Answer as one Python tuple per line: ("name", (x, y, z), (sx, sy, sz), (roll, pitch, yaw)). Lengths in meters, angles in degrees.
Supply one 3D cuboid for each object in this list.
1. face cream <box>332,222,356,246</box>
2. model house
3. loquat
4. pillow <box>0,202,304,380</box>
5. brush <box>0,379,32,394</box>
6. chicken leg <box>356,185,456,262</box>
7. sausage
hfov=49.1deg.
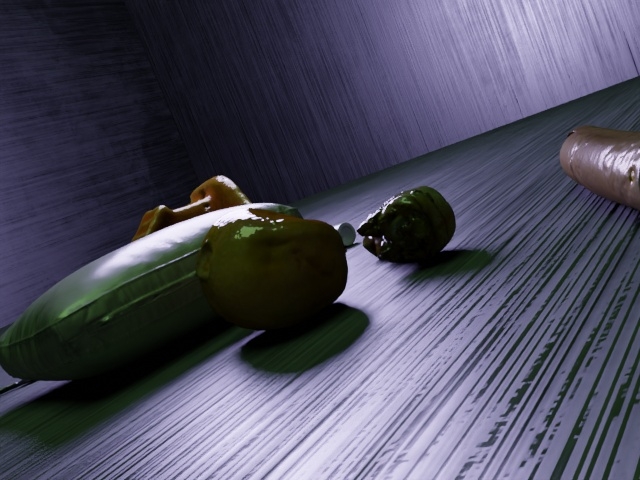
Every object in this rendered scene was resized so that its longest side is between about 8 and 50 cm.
("face cream", (0.000, 0.000, 1.029), (0.034, 0.034, 0.130), (-26, 7, -36))
("model house", (-0.242, -0.004, 1.248), (0.239, 0.174, 0.268), (-24, 4, -27))
("loquat", (-0.041, 0.024, 0.624), (0.137, 0.113, 0.137), (-8, -12, -2))
("pillow", (-0.188, 0.056, 0.797), (0.322, 0.120, 0.255), (-30, 8, -39))
("brush", (-0.390, 0.185, 0.901), (0.083, 0.008, 0.024), (-23, 9, -8))
("chicken leg", (0.072, -0.008, 0.701), (0.093, 0.070, 0.178), (-5, -5, -11))
("sausage", (0.255, -0.068, 0.605), (0.065, 0.066, 0.301), (-21, 5, 11))
